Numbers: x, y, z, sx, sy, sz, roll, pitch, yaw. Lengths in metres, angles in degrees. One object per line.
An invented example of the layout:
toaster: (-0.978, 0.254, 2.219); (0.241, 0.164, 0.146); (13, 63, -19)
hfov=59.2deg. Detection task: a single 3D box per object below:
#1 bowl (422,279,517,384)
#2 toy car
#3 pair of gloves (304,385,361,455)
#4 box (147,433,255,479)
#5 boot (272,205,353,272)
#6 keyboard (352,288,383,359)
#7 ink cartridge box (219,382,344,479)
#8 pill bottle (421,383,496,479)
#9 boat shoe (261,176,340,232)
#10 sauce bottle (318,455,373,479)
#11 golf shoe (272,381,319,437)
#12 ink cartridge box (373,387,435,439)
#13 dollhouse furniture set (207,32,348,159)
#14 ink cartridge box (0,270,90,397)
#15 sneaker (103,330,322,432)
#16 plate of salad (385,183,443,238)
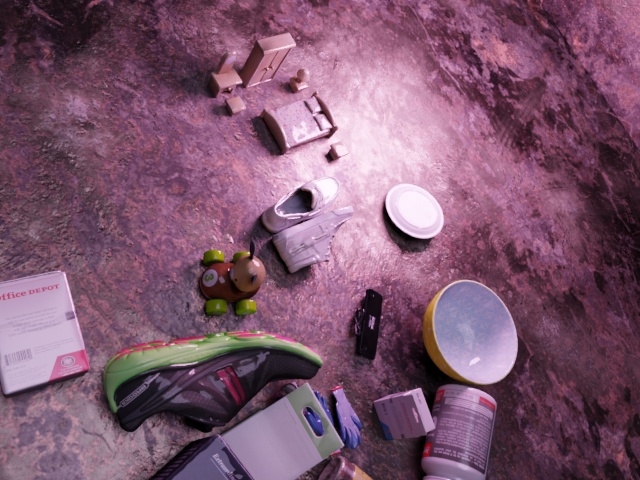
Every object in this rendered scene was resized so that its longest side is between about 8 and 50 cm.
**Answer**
bowl: (0.387, 0.269, 1.579); (0.290, 0.156, 0.289); (11, 65, -24)
toy car: (-0.192, 0.080, 1.334); (0.149, 0.188, 0.155); (4, 67, -27)
pair of gloves: (0.031, 0.434, 1.360); (0.198, 0.023, 0.159); (8, 54, -54)
box: (-0.276, 0.613, 1.049); (0.395, 0.212, 0.293); (-37, 89, -33)
boot: (0.000, 0.000, 1.540); (0.258, 0.095, 0.123); (-24, 88, -25)
keyboard: (0.122, 0.222, 1.542); (0.100, 0.038, 0.192); (36, 53, -38)
ink cartridge box: (-0.091, 0.453, 1.269); (0.235, 0.056, 0.171); (-29, 84, -16)
pill bottle: (0.350, 0.532, 1.445); (0.161, 0.161, 0.283); (30, 58, -14)
boat shoe: (-0.035, -0.111, 1.554); (0.277, 0.096, 0.098); (-35, 88, -34)
sauce bottle: (0.145, 0.651, 1.316); (0.344, 0.111, 0.111); (43, 56, -5)
golf shoe: (-0.038, 0.425, 1.340); (0.086, 0.068, 0.186); (-28, 92, -55)
ink cartridge box: (0.217, 0.433, 1.404); (0.060, 0.180, 0.104); (-11, 75, -31)
dollhouse furniture set: (-0.091, -0.378, 1.593); (0.303, 0.174, 0.355); (-27, 83, -33)
ink cartridge box: (-0.579, 0.187, 1.143); (0.159, 0.092, 0.217); (-13, 77, -31)
sneaker: (-0.225, 0.312, 1.254); (0.483, 0.185, 0.202); (-2, 88, -25)
plate of salad: (0.289, -0.088, 1.746); (0.200, 0.048, 0.199); (11, 56, -17)
